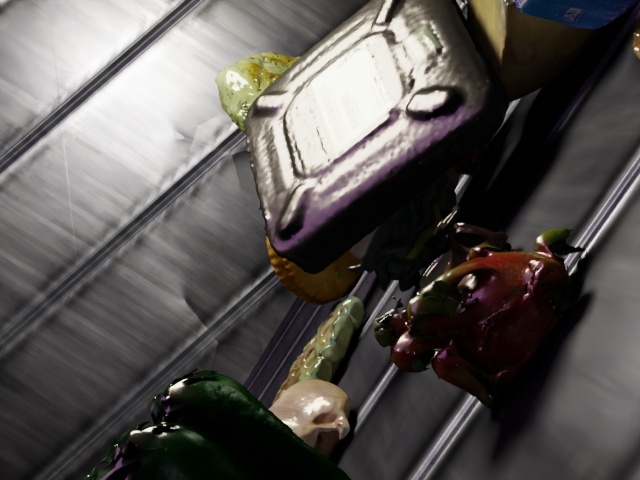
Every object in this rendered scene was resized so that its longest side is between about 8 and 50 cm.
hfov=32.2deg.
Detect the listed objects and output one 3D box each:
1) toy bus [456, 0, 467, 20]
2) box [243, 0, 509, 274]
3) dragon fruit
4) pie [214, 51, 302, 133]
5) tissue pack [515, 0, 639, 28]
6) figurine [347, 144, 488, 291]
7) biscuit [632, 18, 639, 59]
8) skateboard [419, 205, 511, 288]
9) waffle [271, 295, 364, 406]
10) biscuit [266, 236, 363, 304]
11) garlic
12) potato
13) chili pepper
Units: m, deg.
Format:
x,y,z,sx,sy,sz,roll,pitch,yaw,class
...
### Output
x,y,z,sx,sy,sz,roll,pitch,yaw,class
0.260,-0.326,1.747,0.087,0.178,0.098,-57,-8,16,toy bus
0.056,-0.163,1.424,0.350,0.091,0.359,-39,39,20,box
0.135,0.063,0.909,0.138,0.175,0.142,110,156,-55,dragon fruit
0.033,-0.213,1.926,0.180,0.418,0.395,-63,1,17,pie
0.283,-0.339,1.068,0.270,0.137,0.209,160,124,-83,tissue pack
0.131,-0.101,1.559,0.261,0.186,0.382,89,-162,-49,figurine
0.357,-0.254,1.018,0.220,0.033,0.220,-58,6,9,biscuit
0.148,0.016,1.190,0.067,0.080,0.151,-54,3,-29,skateboard
-0.025,0.233,1.819,0.309,0.056,0.292,-58,2,-42,waffle
0.000,0.000,1.881,0.066,0.220,0.220,-9,41,43,biscuit
-0.045,0.271,1.458,0.228,0.110,0.217,-56,1,31,garlic
0.294,-0.257,1.403,0.264,0.211,0.189,89,168,-47,potato
-0.085,0.262,0.969,0.248,0.257,0.233,-59,-1,-34,chili pepper
